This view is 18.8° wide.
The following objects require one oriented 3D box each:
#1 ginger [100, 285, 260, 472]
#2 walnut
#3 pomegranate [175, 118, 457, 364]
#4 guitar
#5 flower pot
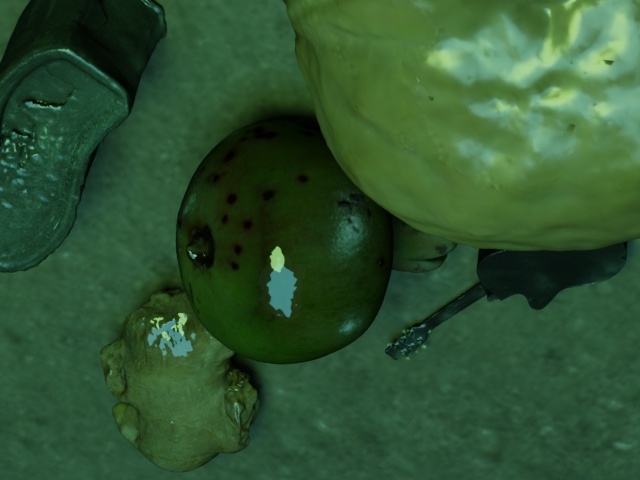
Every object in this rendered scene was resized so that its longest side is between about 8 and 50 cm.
[{"bbox_3d":[-0.113,0.100,1.591,0.137,0.074,0.213,4,134,-5],"label":"ginger"},{"bbox_3d":[0.149,-0.171,1.166,0.381,0.381,0.381,5,129,6],"label":"walnut"},{"bbox_3d":[-0.009,0.012,1.443,0.210,0.179,0.179,29,129,-29],"label":"pomegranate"},{"bbox_3d":[0.137,0.037,1.524,0.088,0.025,0.233,40,124,-22],"label":"guitar"},{"bbox_3d":[-0.204,-0.086,1.434,0.103,0.108,0.229,26,129,-13],"label":"flower pot"}]
